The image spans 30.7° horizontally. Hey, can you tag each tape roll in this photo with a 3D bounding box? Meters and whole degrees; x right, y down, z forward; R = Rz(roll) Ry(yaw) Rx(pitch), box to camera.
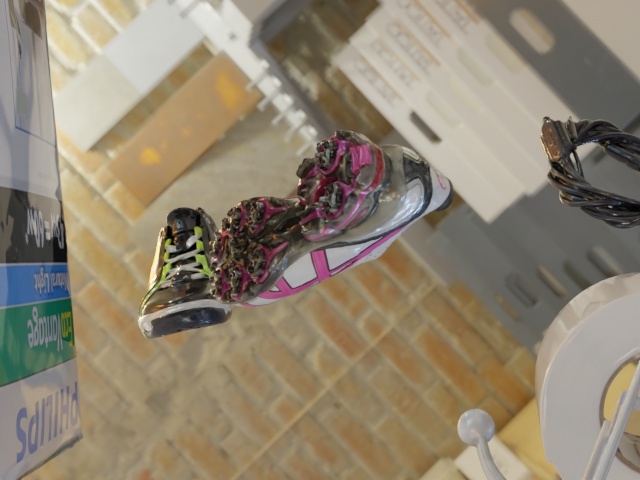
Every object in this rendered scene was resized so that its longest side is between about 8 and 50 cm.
[{"bbox_3d":[0.346,0.161,1.200,0.246,0.246,0.169,46,-170,3],"label":"tape roll"}]

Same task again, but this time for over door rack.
[{"bbox_3d":[0.149,0.160,0.752,0.108,0.324,0.239,32,151,20],"label":"over door rack"}]

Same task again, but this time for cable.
[{"bbox_3d":[0.308,-0.065,1.226,0.151,0.047,0.184,15,-146,-18],"label":"cable"}]

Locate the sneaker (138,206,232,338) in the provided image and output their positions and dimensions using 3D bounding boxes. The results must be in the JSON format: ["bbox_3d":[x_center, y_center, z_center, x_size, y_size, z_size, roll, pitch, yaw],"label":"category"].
[{"bbox_3d":[-0.131,0.021,1.077,0.234,0.084,0.097,-109,6,-78],"label":"sneaker"}]

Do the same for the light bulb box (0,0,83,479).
[{"bbox_3d":[-0.344,-0.029,0.670,0.225,0.358,0.361,34,-130,-89],"label":"light bulb box"}]

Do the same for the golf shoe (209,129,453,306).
[{"bbox_3d":[0.000,0.000,0.707,0.086,0.067,0.186,14,151,-34],"label":"golf shoe"}]
